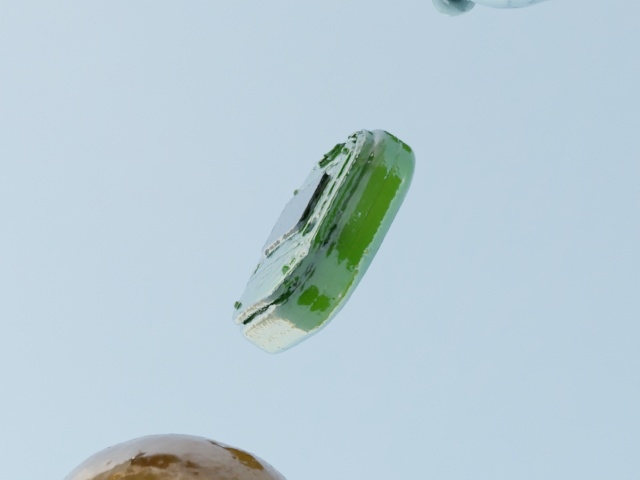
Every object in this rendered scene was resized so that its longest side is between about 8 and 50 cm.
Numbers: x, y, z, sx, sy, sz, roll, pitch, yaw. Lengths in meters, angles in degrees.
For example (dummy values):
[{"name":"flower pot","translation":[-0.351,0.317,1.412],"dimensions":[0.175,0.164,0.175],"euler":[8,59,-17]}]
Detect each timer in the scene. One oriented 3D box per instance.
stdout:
[{"name":"timer","translation":[0.000,0.000,1.103],"dimensions":[0.047,0.128,0.140],"euler":[32,-21,-10]}]

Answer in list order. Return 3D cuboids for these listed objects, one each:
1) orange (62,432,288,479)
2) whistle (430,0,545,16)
[{"name":"orange","translation":[-0.069,0.171,0.934],"dimensions":[0.156,0.124,0.156],"euler":[-3,-100,16]},{"name":"whistle","translation":[0.163,-0.276,1.463],"dimensions":[0.163,0.163,0.289],"euler":[42,-50,8]}]
